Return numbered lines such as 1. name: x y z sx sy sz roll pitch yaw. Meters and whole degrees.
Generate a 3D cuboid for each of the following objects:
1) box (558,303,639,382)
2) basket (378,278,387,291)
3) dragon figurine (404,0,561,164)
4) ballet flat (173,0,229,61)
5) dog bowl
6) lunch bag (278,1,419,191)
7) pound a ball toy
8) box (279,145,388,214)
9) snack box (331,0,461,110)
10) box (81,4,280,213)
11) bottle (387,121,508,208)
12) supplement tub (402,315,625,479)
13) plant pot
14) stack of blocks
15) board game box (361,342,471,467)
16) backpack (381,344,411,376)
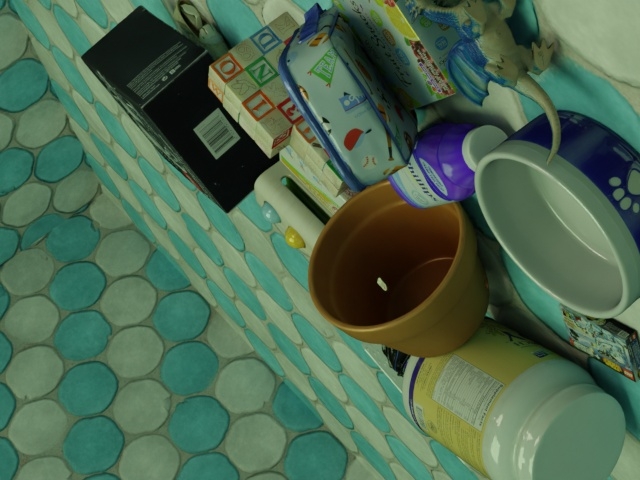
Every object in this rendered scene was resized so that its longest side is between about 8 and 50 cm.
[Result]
1. box: 0.428 0.149 1.659 0.137 0.027 0.094 32 154 49
2. basket: 0.111 0.009 2.066 0.167 0.113 0.103 51 162 3
3. dragon figurine: 0.210 -0.224 1.342 0.289 0.085 0.144 56 166 0
4. ballet flat: -0.242 -0.425 2.202 0.168 0.057 0.052 45 152 21
5. dog bowl: 0.327 -0.033 1.407 0.265 0.104 0.265 47 163 19
6. lunch bag: 0.038 -0.218 1.585 0.243 0.115 0.303 54 -164 -16
7. pound a ball toy: 0.000 0.000 2.307 0.319 0.136 0.208 46 163 21
8. box: 0.031 -0.133 1.975 0.203 0.114 0.103 46 163 16
9. snack box: 0.116 -0.288 1.492 0.207 0.070 0.174 56 165 -9
10. box: -0.288 -0.275 2.303 0.312 0.179 0.343 40 170 47
11. bottle: 0.189 -0.115 1.622 0.118 0.092 0.283 53 164 -8
12. supplement tub: 0.322 0.284 1.852 0.331 0.241 0.241 29 152 52
13. plant pot: 0.153 0.064 1.835 0.291 0.291 0.203 35 174 46
14. stack of blocks: -0.033 -0.219 1.865 0.297 0.171 0.087 49 164 7
15. board game box: 0.257 0.320 2.449 0.390 0.050 0.390 49 164 12
16. backpack: 0.196 0.158 2.095 0.173 0.158 0.117 91 158 -45
